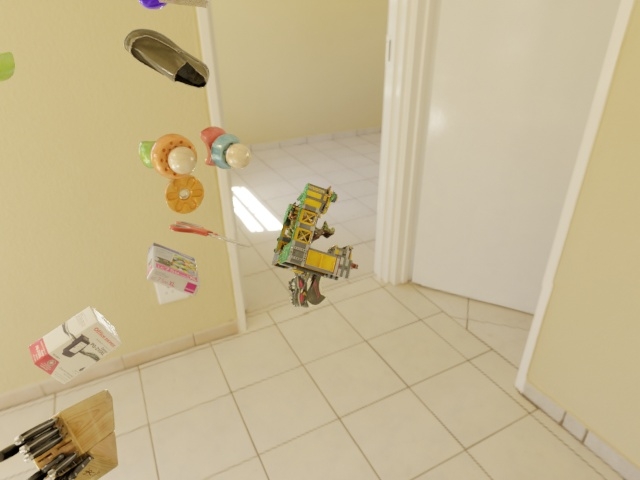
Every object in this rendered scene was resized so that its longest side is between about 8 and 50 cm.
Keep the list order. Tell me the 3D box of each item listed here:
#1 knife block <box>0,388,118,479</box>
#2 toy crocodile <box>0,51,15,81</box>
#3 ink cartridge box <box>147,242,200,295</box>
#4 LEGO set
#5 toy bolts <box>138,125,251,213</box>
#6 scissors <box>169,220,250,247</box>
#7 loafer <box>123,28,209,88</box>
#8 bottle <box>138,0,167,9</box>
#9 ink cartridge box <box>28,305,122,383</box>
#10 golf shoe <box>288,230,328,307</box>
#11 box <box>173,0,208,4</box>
[{"bbox_3d":[-0.527,0.385,0.868,0.088,0.242,0.275,-32,41,-7],"label":"knife block"},{"bbox_3d":[-0.465,-0.337,0.470,0.105,0.340,0.115,-12,15,12],"label":"toy crocodile"},{"bbox_3d":[-0.584,0.100,1.696,0.186,0.065,0.311,26,7,-28],"label":"ink cartridge box"},{"bbox_3d":[0.000,0.000,1.162,0.192,0.331,0.255,18,69,-13],"label":"LEGO set"},{"bbox_3d":[-0.276,-0.167,1.030,0.228,0.218,0.158,-30,37,-30],"label":"toy bolts"},{"bbox_3d":[-0.353,-0.023,1.406,0.297,0.021,0.109,12,10,9],"label":"scissors"},{"bbox_3d":[-0.420,-0.506,1.210,0.251,0.094,0.087,12,36,-41],"label":"loafer"},{"bbox_3d":[-0.480,-0.767,1.252,0.092,0.118,0.283,-12,42,0],"label":"bottle"},{"bbox_3d":[-0.884,0.380,1.563,0.237,0.172,0.100,-36,50,-18],"label":"ink cartridge box"},{"bbox_3d":[-0.044,0.077,1.376,0.120,0.272,0.105,-3,-1,-16],"label":"golf shoe"},{"bbox_3d":[-0.321,-0.571,0.997,0.116,0.029,0.162,-1,20,-16],"label":"box"}]
